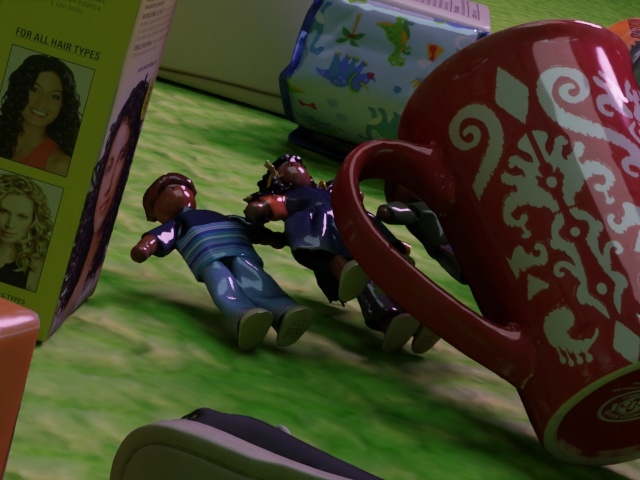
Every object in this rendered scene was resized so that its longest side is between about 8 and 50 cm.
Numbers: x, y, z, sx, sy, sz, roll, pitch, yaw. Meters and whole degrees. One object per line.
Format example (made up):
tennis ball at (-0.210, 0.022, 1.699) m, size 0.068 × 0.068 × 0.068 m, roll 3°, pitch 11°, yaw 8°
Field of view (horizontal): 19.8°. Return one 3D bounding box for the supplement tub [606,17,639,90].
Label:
supplement tub at (0.283, -0.017, 0.991) m, size 0.194 × 0.193 × 0.316 m, roll 2°, pitch 15°, yaw -45°

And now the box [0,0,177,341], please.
box at (-0.097, -0.081, 0.747) m, size 0.058 × 0.232 × 0.087 m, roll 17°, pitch 15°, yaw 3°

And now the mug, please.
mug at (0.095, 0.010, 0.799) m, size 0.113 × 0.150 × 0.169 m, roll 63°, pitch 7°, yaw -57°

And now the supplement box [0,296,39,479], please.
supplement box at (-0.169, 0.056, 0.456) m, size 0.078 × 0.080 × 0.233 m, roll 21°, pitch 13°, yaw 21°

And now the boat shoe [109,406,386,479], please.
boat shoe at (0.029, 0.098, 0.524) m, size 0.206 × 0.075 × 0.065 m, roll 21°, pitch 17°, yaw 38°

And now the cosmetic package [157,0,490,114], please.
cosmetic package at (-0.031, -0.166, 1.413) m, size 0.310 × 0.113 × 0.160 m, roll 16°, pitch 13°, yaw 1°

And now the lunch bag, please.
lunch bag at (0.046, -0.095, 1.267) m, size 0.129 × 0.096 × 0.151 m, roll 19°, pitch -15°, yaw 9°

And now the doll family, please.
doll family at (0.000, 0.000, 0.867) m, size 0.193 × 0.076 × 0.111 m, roll 10°, pitch 34°, yaw -44°
